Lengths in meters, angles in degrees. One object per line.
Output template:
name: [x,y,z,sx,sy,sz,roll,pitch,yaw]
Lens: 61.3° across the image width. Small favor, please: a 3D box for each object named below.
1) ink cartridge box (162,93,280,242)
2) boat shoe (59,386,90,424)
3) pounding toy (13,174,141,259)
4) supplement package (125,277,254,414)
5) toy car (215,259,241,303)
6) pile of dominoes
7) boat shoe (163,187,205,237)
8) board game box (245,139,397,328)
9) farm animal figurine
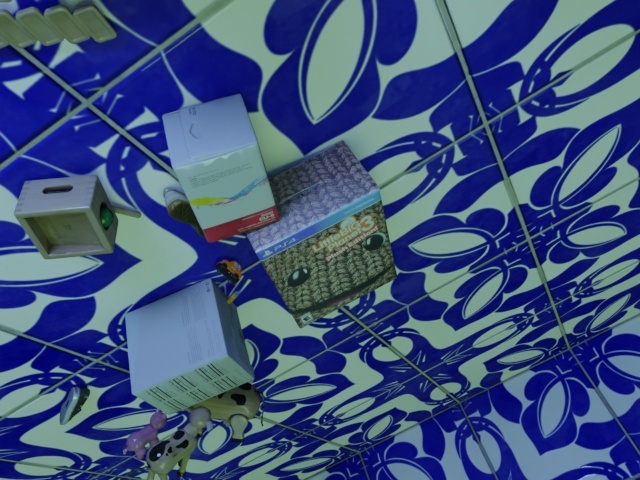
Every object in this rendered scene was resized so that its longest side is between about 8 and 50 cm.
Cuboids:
ink cartridge box: [-0.153,-0.111,0.845,0.128,0.128,0.176,-18,143,-5]
boat shoe: [-0.607,0.410,1.330,0.040,0.049,0.142,11,130,-36]
pounding toy: [-0.379,-0.042,0.865,0.141,0.100,0.130,-6,141,-3]
supplement package: [-0.277,0.225,1.142,0.203,0.194,0.149,-23,142,2]
toy car: [-0.194,0.080,1.144,0.040,0.060,0.122,-52,172,-37]
pile of dominoes: [-0.366,-0.290,0.590,0.252,0.040,0.196,-10,162,-14]
boat shoe: [-0.220,-0.047,0.969,0.056,0.048,0.153,-42,145,13]
board game box: [0.000,0.000,1.025,0.232,0.141,0.291,-28,143,-4]
farm animal figurine: [-0.284,0.385,1.255,0.327,0.330,0.172,2,118,-22]
